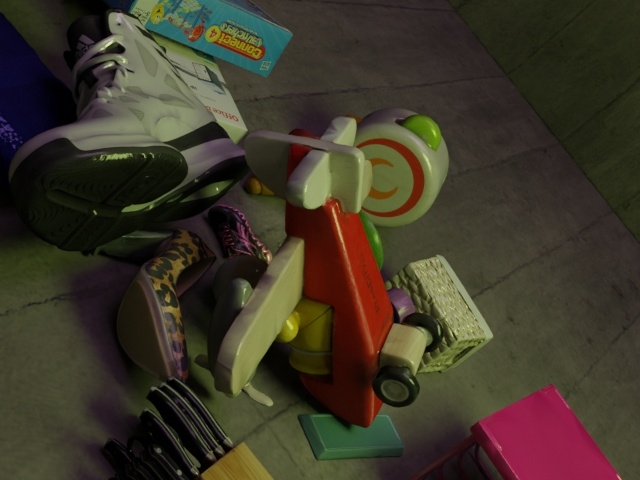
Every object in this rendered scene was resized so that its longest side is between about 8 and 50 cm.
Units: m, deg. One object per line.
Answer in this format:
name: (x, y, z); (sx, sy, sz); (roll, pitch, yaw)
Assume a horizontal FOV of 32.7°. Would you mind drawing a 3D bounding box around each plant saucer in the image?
plant saucer: (0.047, 0.263, 1.487); (0.192, 0.018, 0.067); (10, 46, -50)

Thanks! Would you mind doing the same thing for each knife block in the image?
knife block: (-0.097, 0.280, 1.171); (0.276, 0.088, 0.242); (28, 35, -35)

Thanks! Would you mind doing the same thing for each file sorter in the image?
file sorter: (0.269, 0.354, 1.518); (0.202, 0.182, 0.291); (56, 27, 16)

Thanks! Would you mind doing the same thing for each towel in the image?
towel: (-0.416, -0.198, 1.342); (0.308, 0.076, 0.227); (49, 20, 0)

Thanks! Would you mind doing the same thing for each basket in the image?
basket: (0.175, 0.121, 1.757); (0.103, 0.113, 0.167); (-3, 56, -55)

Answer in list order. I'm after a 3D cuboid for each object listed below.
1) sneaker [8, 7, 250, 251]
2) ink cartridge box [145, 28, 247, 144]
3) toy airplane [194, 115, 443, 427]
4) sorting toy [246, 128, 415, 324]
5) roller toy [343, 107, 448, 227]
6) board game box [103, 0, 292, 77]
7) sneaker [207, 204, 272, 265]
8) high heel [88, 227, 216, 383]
sneaker: (-0.265, -0.142, 1.274); (0.257, 0.169, 0.447); (52, 18, 7)
ink cartridge box: (-0.211, -0.225, 1.660); (0.140, 0.082, 0.190); (14, 40, -48)
toy airplane: (-0.028, 0.033, 1.392); (0.386, 0.272, 0.384); (26, 61, -58)
sorting toy: (0.000, 0.000, 1.701); (0.126, 0.127, 0.365); (-24, 76, -32)
roller toy: (0.122, -0.130, 1.917); (0.146, 0.209, 0.191); (-54, 137, -62)
board game box: (-0.246, -0.403, 1.729); (0.302, 0.086, 0.308); (15, 23, -48)
sneaker: (-0.121, 0.001, 1.551); (0.119, 0.047, 0.057); (48, 38, 1)
high heel: (-0.161, 0.076, 1.325); (0.186, 0.093, 0.261); (9, 38, -43)
